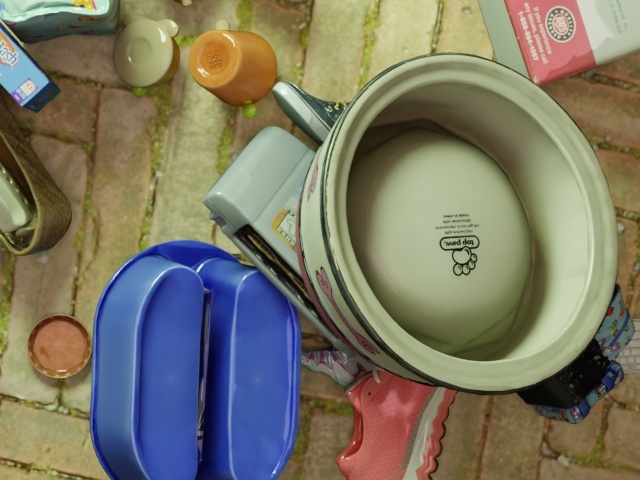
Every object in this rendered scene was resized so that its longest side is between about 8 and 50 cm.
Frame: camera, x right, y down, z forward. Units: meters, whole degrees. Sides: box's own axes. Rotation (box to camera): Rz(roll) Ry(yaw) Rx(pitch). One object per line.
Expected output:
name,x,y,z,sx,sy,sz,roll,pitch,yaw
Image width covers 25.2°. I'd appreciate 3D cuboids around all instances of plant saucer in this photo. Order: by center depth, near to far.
plant saucer,-0.337,0.136,1.847,0.083,0.013,0.084,0,93,-7

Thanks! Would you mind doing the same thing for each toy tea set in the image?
toy tea set,-0.122,-0.323,1.813,0.200,0.124,0.336,21,95,23

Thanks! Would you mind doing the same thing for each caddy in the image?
caddy,-0.159,0.169,1.789,0.241,0.179,0.341,4,87,-27

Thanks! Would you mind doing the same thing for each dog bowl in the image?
dog bowl,0.151,-0.009,1.718,0.408,0.150,0.408,7,74,-26

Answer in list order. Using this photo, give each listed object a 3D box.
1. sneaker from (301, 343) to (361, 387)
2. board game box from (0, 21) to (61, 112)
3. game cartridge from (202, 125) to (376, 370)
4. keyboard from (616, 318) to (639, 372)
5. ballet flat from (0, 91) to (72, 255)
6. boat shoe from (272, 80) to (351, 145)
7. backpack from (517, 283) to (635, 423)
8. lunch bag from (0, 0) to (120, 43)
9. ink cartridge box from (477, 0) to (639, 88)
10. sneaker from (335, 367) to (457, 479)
sneaker,0.013,0.144,1.875,0.098,0.038,0.069,28,89,-16
board game box,-0.387,-0.230,1.721,0.047,0.210,0.160,-42,97,-3
game cartridge,0.000,0.000,1.792,0.297,0.062,0.198,45,43,-10
keyboard,0.309,0.147,1.916,0.256,0.014,0.072,-3,94,-6
ballet flat,-0.428,-0.120,1.735,0.116,0.124,0.342,-23,109,20
boat shoe,0.022,-0.159,1.835,0.183,0.065,0.083,43,83,-25
backpack,0.330,0.136,1.843,0.173,0.158,0.117,-43,101,-17
lunch bag,-0.326,-0.380,1.711,0.160,0.223,0.262,-7,93,-6
ink cartridge box,0.388,-0.384,1.818,0.384,0.160,0.279,-19,96,-4
sneaker,0.105,0.183,1.841,0.136,0.116,0.314,14,94,-7
